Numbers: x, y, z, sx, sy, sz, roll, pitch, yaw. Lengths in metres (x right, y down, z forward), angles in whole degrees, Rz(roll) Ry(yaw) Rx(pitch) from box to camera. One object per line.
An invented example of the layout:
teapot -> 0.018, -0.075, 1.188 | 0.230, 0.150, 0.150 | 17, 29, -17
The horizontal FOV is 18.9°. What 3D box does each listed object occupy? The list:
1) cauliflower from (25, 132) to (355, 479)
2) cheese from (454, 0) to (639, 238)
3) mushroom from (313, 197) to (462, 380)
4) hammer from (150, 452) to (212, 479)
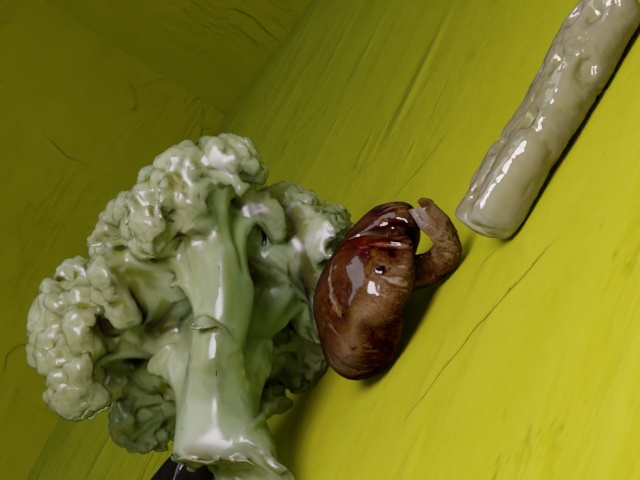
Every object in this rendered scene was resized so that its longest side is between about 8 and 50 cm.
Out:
cauliflower -> -0.107, 0.067, 1.540 | 0.281, 0.260, 0.327 | -65, -17, -56
cheese -> 0.156, -0.088, 1.306 | 0.194, 0.043, 0.065 | -58, 7, -1
mushroom -> 0.044, 0.027, 1.422 | 0.170, 0.080, 0.135 | -55, 18, 40
hammer -> -0.190, 0.356, 1.719 | 0.168, 0.044, 0.440 | -48, 13, 47
